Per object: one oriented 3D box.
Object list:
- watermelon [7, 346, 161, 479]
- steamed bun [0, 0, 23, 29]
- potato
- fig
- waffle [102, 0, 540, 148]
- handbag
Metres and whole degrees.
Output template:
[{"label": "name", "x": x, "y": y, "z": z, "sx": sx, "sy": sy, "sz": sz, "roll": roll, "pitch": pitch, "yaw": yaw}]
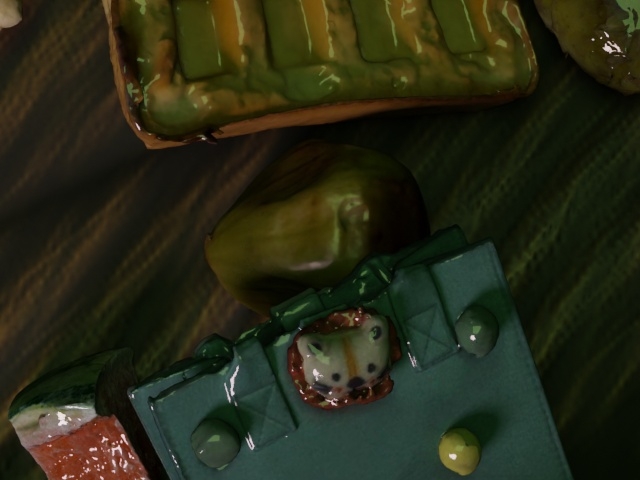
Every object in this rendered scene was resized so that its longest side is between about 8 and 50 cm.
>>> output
[{"label": "watermelon", "x": -0.173, "y": 0.149, "z": 1.164, "sx": 0.098, "sy": 0.158, "sz": 0.121, "roll": -23, "pitch": 34, "yaw": 12}, {"label": "steamed bun", "x": -0.321, "y": -0.221, "z": 1.177, "sx": 0.106, "sy": 0.177, "sz": 0.192, "roll": -44, "pitch": 95, "yaw": 3}, {"label": "potato", "x": 0.218, "y": -0.219, "z": 1.189, "sx": 0.117, "sy": 0.090, "sz": 0.226, "roll": -24, "pitch": 81, "yaw": -2}, {"label": "fig", "x": 0.000, "y": 0.000, "z": 1.133, "sx": 0.165, "sy": 0.144, "sz": 0.154, "roll": -22, "pitch": 70, "yaw": 5}, {"label": "waffle", "x": -0.018, "y": -0.220, "z": 1.137, "sx": 0.348, "sy": 0.077, "sz": 0.304, "roll": -10, "pitch": 80, "yaw": -29}, {"label": "handbag", "x": 0.038, "y": 0.162, "z": 1.052, "sx": 0.268, "sy": 0.100, "sz": 0.274, "roll": -23, "pitch": 111, "yaw": -11}]
